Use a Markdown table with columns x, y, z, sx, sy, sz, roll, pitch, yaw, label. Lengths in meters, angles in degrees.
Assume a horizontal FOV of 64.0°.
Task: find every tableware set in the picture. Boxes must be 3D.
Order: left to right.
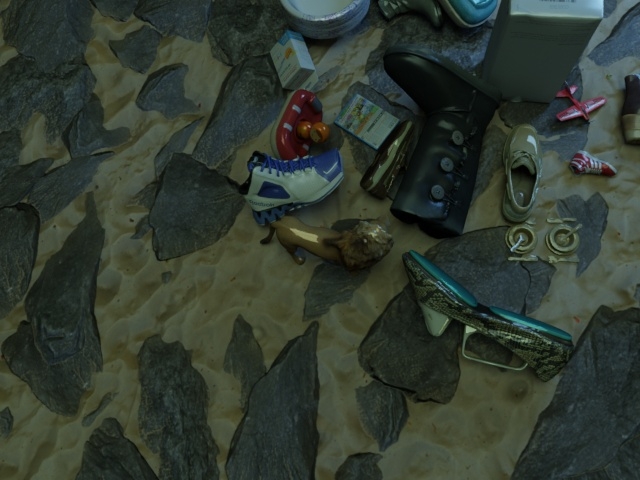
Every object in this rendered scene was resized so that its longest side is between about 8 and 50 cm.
| x | y | z | sx | sy | sz | roll | pitch | yaw | label |
| --- | --- | --- | --- | --- | --- | --- | --- | --- | --- |
| 0.606 | -0.006 | 1.393 | 0.194 | 0.039 | 0.128 | 1 | 75 | 8 | tableware set |

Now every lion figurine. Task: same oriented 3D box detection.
| x | y | z | sx | sy | sz | roll | pitch | yaw | label |
| --- | --- | --- | --- | --- | --- | --- | --- | --- | --- |
| 0.000 | 0.000 | 1.369 | 0.392 | 0.240 | 0.142 | 5 | 76 | 10 | lion figurine |

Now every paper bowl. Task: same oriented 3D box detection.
| x | y | z | sx | sy | sz | roll | pitch | yaw | label |
| --- | --- | --- | --- | --- | --- | --- | --- | --- | --- |
| 0.015 | -0.767 | 1.621 | 0.284 | 0.148 | 0.284 | -2 | 75 | 7 | paper bowl |

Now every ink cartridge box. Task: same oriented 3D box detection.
| x | y | z | sx | sy | sz | roll | pitch | yaw | label |
| --- | --- | --- | --- | --- | --- | --- | --- | --- | --- |
| -0.083 | -0.544 | 1.593 | 0.104 | 0.062 | 0.181 | -36 | 67 | 43 | ink cartridge box |

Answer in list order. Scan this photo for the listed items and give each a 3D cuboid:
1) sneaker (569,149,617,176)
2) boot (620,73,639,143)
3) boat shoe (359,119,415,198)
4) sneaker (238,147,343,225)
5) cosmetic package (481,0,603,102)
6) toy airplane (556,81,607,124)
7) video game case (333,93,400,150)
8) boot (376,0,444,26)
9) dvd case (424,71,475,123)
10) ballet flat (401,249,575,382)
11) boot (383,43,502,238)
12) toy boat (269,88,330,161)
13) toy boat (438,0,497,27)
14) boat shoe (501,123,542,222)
| x | y | z | sx | sy | sz | roll | pitch | yaw | label |
| --- | --- | --- | --- | --- | --- | --- | --- | --- | --- |
| 0.753 | -0.197 | 1.424 | 0.118 | 0.042 | 0.067 | 35 | 78 | 22 | sneaker |
| 0.971 | -0.365 | 1.414 | 0.249 | 0.090 | 0.206 | 6 | 78 | 13 | boot |
| 0.213 | -0.231 | 1.494 | 0.095 | 0.095 | 0.257 | 37 | 76 | -16 | boat shoe |
| -0.102 | -0.177 | 1.412 | 0.316 | 0.182 | 0.127 | -27 | 37 | 19 | sneaker |
| 0.568 | -0.529 | 1.362 | 0.217 | 0.385 | 0.156 | 7 | 77 | 7 | cosmetic package |
| 0.740 | -0.398 | 1.487 | 0.151 | 0.028 | 0.151 | -2 | 74 | 6 | toy airplane |
| 0.141 | -0.363 | 1.565 | 0.166 | 0.015 | 0.119 | 36 | 83 | 15 | video game case |
| 0.275 | -0.742 | 1.629 | 0.161 | 0.083 | 0.246 | -29 | 72 | 11 | boot |
| 0.394 | -0.399 | 1.539 | 0.165 | 0.018 | 0.221 | -4 | 74 | 7 | dvd case |
| 0.392 | 0.211 | 1.317 | 0.483 | 0.164 | 0.182 | 29 | 101 | 12 | ballet flat |
| 0.278 | -0.267 | 1.405 | 0.367 | 0.146 | 0.445 | 22 | 84 | -8 | boot |
| -0.041 | -0.320 | 1.496 | 0.151 | 0.151 | 0.231 | 17 | 78 | 32 | toy boat |
| 0.481 | -0.819 | 1.546 | 0.318 | 0.148 | 0.267 | -42 | 104 | -16 | toy boat |
| 0.562 | -0.202 | 1.416 | 0.109 | 0.098 | 0.302 | 10 | 72 | 11 | boat shoe |
